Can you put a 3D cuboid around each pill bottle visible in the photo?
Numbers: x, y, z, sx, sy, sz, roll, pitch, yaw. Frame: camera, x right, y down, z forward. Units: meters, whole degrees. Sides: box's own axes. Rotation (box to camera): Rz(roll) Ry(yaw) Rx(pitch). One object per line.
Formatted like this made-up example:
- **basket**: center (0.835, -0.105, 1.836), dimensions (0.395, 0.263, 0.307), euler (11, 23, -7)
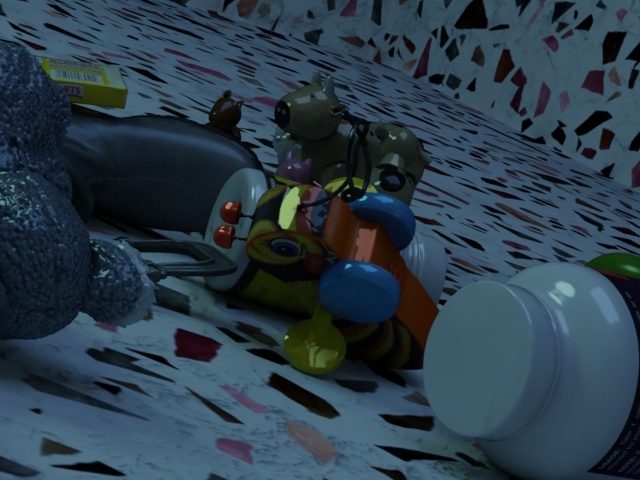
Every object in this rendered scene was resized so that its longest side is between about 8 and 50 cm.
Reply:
- **pill bottle**: center (0.004, 0.016, 1.808), dimensions (0.208, 0.119, 0.119), euler (17, 12, -21)
- **pill bottle**: center (0.245, 0.119, 1.595), dimensions (0.323, 0.181, 0.181), euler (14, 13, -38)

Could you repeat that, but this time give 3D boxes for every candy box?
- **candy box**: center (-0.292, -0.159, 1.855), dimensions (0.206, 0.027, 0.105), euler (6, 13, -12)

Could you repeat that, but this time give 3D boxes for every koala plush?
- **koala plush**: center (-0.232, -0.012, 1.367), dimensions (0.196, 0.203, 0.221), euler (10, 29, -38)

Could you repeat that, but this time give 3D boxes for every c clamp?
- **c clamp**: center (-0.145, 0.015, 1.707), dimensions (0.137, 0.022, 0.161), euler (-2, 11, -13)

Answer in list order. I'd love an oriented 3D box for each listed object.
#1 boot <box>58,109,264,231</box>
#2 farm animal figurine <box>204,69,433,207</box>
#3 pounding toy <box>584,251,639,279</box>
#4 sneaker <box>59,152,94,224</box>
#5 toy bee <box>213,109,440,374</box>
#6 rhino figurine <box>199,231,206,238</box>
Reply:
- **boot**: center (-0.228, -0.058, 1.805), dimensions (0.338, 0.118, 0.222), euler (10, 14, 0)
- **farm animal figurine**: center (0.023, -0.099, 2.267), dimensions (0.330, 0.172, 0.327), euler (28, 12, 31)
- **pounding toy**: center (0.306, 0.131, 1.823), dimensions (0.237, 0.183, 0.110), euler (39, 57, 22)
- **sneaker**: center (-0.289, -0.089, 1.629), dimensions (0.227, 0.087, 0.130), euler (25, 24, -9)
- **toy bee**: center (0.000, 0.000, 1.663), dimensions (0.162, 0.298, 0.195), euler (1, 33, 20)
- **rhino figurine**: center (-0.161, -0.067, 2.024), dimensions (0.243, 0.073, 0.106), euler (26, 15, 31)
